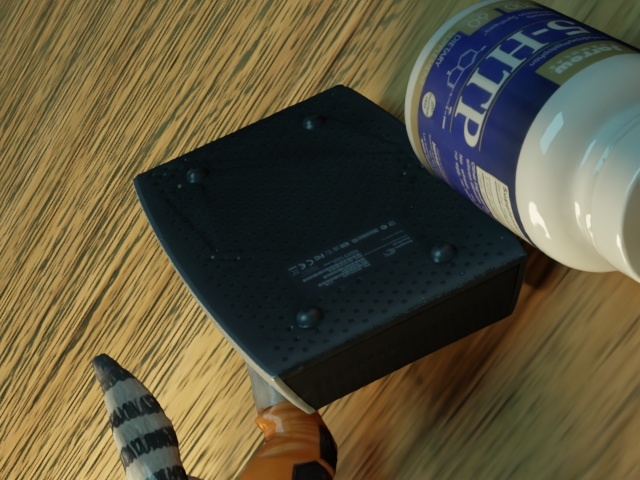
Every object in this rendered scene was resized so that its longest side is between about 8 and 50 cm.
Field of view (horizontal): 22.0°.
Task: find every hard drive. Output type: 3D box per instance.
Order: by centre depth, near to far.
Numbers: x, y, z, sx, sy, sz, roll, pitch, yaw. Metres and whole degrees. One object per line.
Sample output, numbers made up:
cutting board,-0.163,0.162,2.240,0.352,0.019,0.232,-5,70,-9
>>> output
hard drive,0.000,0.000,0.975,0.172,0.054,0.254,-25,34,-11

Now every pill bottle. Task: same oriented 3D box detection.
pill bottle,0.132,-0.048,0.827,0.187,0.112,0.112,40,108,56

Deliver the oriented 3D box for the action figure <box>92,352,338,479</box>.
action figure,-0.084,0.236,0.956,0.341,0.179,0.330,-44,30,29
